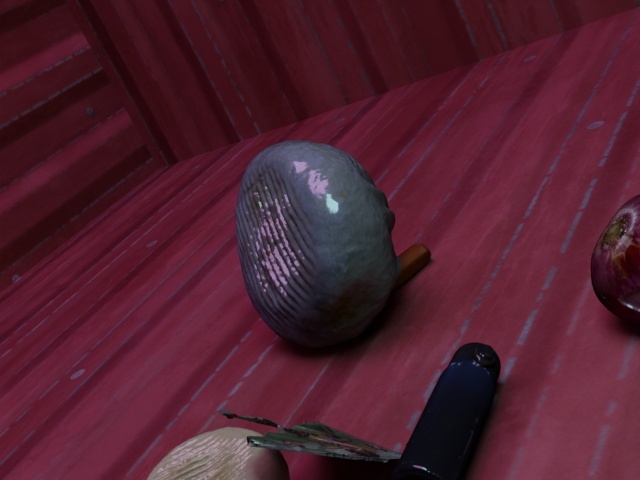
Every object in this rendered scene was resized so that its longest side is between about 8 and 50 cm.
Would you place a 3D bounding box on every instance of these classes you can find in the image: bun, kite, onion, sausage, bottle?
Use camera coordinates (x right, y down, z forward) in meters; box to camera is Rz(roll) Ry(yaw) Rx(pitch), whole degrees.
[{"bbox_3d":[-0.123,0.333,1.069,0.222,0.128,0.222,-22,30,14],"label":"bun"},{"bbox_3d":[-0.004,0.242,1.107,0.267,0.013,0.323,11,-5,17],"label":"kite"},{"bbox_3d":[0.418,0.024,1.110,0.177,0.153,0.177,-31,24,16],"label":"onion"},{"bbox_3d":[0.000,0.000,1.475,0.211,0.362,0.362,-9,10,-25],"label":"bun"},{"bbox_3d":[0.142,0.049,1.571,0.131,0.041,0.039,-37,34,-25],"label":"sausage"},{"bbox_3d":[0.158,0.212,1.067,0.244,0.072,0.082,-51,-13,-52],"label":"bottle"}]
